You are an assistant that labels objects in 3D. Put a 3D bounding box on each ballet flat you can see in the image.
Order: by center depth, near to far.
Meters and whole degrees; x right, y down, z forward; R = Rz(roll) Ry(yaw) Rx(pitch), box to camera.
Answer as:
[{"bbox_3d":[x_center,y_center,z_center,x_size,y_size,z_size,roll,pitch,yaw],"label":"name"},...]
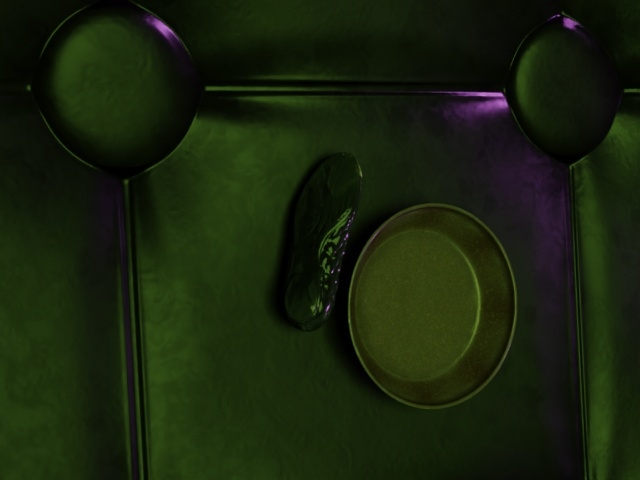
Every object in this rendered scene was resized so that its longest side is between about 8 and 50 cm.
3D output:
[{"bbox_3d":[0.000,0.000,1.236,0.057,0.049,0.173,13,79,14],"label":"ballet flat"}]

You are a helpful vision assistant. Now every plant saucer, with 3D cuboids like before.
[{"bbox_3d":[0.103,0.063,1.291,0.198,0.036,0.198,1,88,-30],"label":"plant saucer"}]
